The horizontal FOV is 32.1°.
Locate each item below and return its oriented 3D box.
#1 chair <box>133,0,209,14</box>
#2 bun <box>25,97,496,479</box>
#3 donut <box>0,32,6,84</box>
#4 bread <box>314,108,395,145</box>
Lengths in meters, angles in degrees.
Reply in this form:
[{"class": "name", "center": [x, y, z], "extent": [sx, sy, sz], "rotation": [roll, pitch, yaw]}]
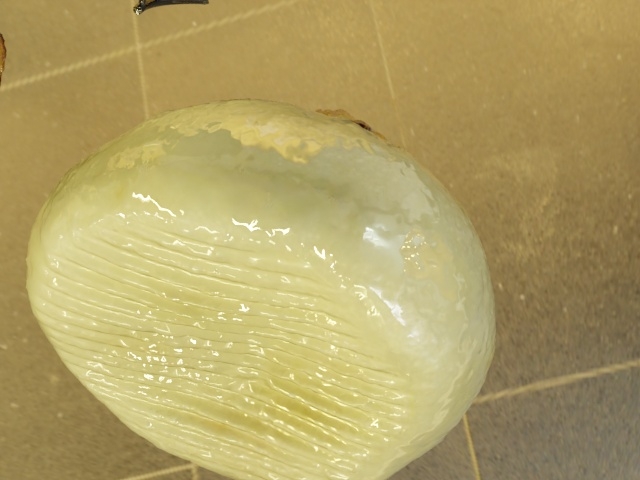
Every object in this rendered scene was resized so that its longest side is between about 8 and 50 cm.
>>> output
[{"class": "chair", "center": [-0.134, -0.403, 1.473], "extent": [0.141, 0.154, 0.260], "rotation": [34, 121, 23]}, {"class": "bun", "center": [-0.021, 0.016, 0.500], "extent": [0.222, 0.222, 0.127], "rotation": [14, 50, 19]}, {"class": "donut", "center": [-0.368, -0.160, 0.988], "extent": [0.166, 0.184, 0.073], "rotation": [-6, 45, -27]}, {"class": "bread", "center": [0.000, 0.000, 1.053], "extent": [0.099, 0.210, 0.235], "rotation": [25, 102, -21]}]
